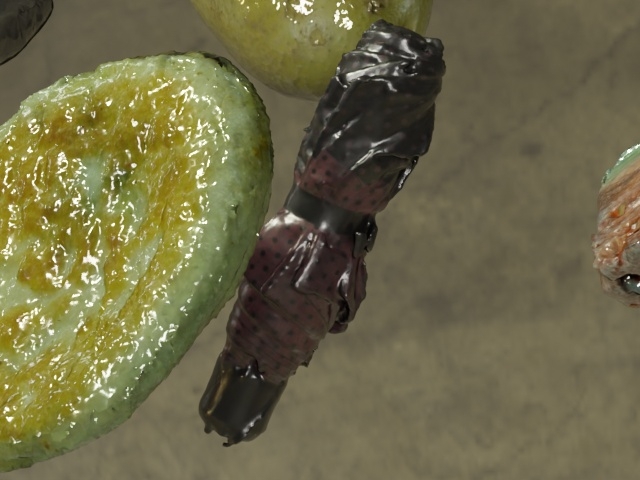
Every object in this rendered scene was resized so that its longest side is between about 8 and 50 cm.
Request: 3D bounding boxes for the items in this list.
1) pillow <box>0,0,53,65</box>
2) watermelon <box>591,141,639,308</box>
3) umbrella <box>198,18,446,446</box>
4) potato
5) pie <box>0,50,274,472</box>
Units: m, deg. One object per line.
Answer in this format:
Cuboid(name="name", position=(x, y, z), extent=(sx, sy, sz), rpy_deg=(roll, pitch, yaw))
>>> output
Cuboid(name="pillow", position=(-0.190, -0.187, 0.993), extent=(0.228, 0.101, 0.326), rpy_deg=(-4, 35, 30))
Cuboid(name="watermelon", position=(0.232, -0.021, 1.035), extent=(0.140, 0.193, 0.257), rpy_deg=(47, 27, 4))
Cuboid(name="umbrella", position=(0.000, 0.000, 1.416), extent=(0.094, 0.090, 0.326), rpy_deg=(27, 102, 19))
Cuboid(name="potato", position=(-0.024, -0.221, 1.672), extent=(0.251, 0.159, 0.174), rpy_deg=(32, 70, 31))
Cuboid(name="pie", position=(-0.164, 0.015, 1.301), extent=(0.323, 0.070, 0.323), rpy_deg=(-23, 49, 29))
